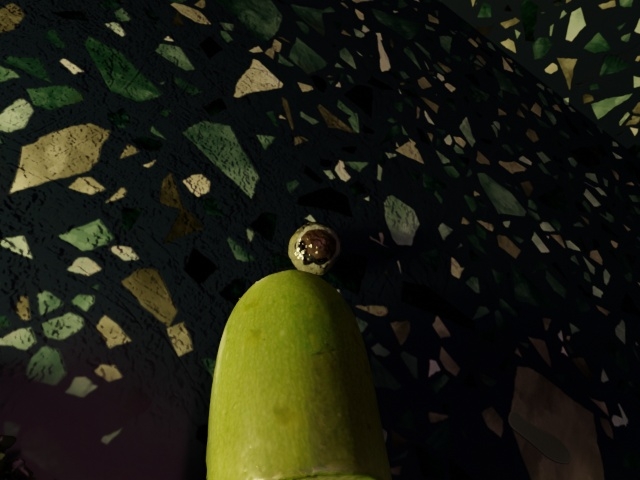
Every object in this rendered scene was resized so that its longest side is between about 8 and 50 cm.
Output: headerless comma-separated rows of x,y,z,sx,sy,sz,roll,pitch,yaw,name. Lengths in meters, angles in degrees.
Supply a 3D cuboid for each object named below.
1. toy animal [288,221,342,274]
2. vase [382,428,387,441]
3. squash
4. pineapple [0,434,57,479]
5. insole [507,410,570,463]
0.000,0.000,0.867,0.098,0.098,0.137,36,49,-3,toy animal
0.040,0.261,0.729,0.081,0.081,0.148,-27,79,-38,vase
-0.040,0.204,0.660,0.234,0.210,0.309,-4,44,-7,squash
-0.365,0.262,0.472,0.364,0.165,0.165,36,49,9,pineapple
0.420,0.379,0.902,0.153,0.002,0.053,37,49,-2,insole
